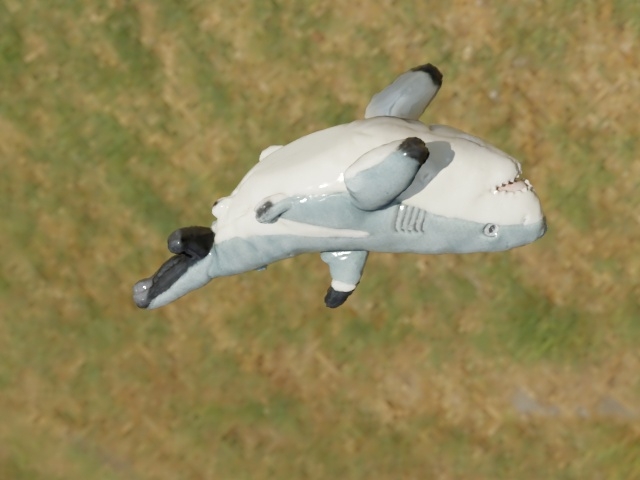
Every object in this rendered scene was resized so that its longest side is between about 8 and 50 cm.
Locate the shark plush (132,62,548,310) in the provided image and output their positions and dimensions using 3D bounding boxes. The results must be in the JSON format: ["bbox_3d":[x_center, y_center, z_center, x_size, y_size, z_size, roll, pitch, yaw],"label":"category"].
[{"bbox_3d":[0.000,0.000,0.667,0.067,0.161,0.073,60,-170,-24],"label":"shark plush"}]
